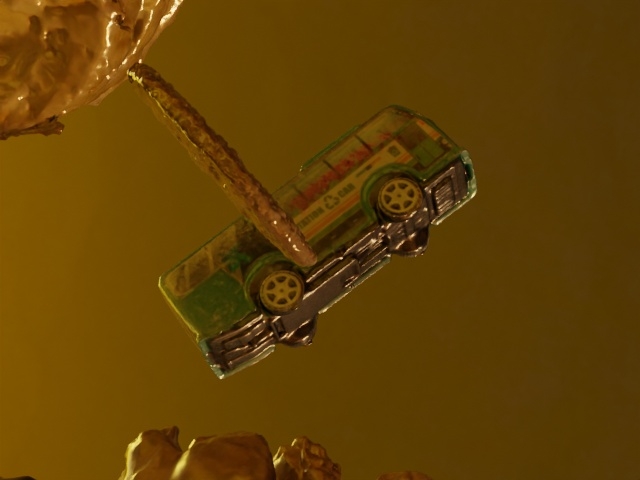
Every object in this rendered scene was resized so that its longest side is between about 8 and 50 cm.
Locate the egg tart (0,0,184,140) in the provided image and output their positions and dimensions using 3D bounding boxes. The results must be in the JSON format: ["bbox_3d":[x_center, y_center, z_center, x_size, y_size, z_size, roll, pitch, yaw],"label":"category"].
[{"bbox_3d":[-0.226,-0.168,1.161,0.290,0.115,0.290,-10,-46,-10],"label":"egg tart"}]

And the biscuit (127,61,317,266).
[{"bbox_3d":[-0.043,-0.032,0.756,0.120,0.015,0.120,48,-3,3],"label":"biscuit"}]

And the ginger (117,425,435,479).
[{"bbox_3d":[0.015,0.236,0.783,0.375,0.236,0.166,41,-5,23],"label":"ginger"}]

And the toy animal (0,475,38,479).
[{"bbox_3d":[-0.157,0.309,1.156,0.310,0.251,0.251,39,-20,6],"label":"toy animal"}]

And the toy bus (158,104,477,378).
[{"bbox_3d":[0.000,0.000,1.375,0.109,0.262,0.091,47,-12,28],"label":"toy bus"}]
